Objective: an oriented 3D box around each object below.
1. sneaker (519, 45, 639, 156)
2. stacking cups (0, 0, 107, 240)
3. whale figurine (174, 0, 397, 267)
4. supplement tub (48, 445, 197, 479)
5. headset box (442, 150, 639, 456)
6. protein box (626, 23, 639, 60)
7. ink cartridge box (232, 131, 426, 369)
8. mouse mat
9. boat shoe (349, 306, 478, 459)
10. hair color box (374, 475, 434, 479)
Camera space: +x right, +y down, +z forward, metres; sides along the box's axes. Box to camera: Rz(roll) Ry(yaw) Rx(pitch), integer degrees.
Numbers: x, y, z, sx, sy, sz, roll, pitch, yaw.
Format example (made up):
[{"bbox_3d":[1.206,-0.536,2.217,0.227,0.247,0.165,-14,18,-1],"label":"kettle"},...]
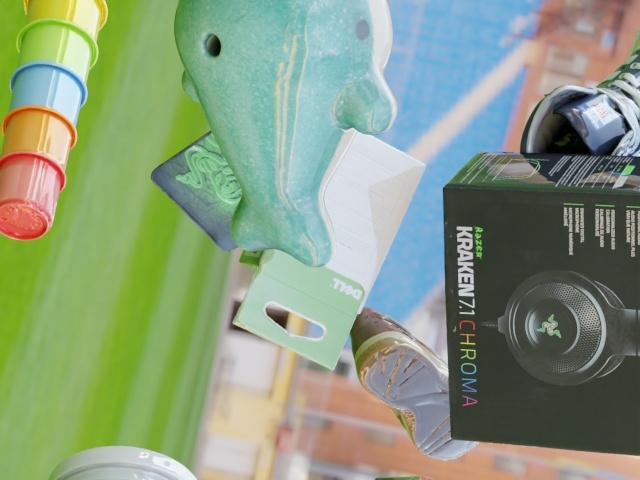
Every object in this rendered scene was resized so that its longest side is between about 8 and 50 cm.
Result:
[{"bbox_3d":[0.301,-0.139,1.669,0.282,0.099,0.153,-42,166,5],"label":"sneaker"},{"bbox_3d":[-0.286,-0.137,1.861,0.096,0.096,0.316,103,-10,-52],"label":"stacking cups"},{"bbox_3d":[-0.042,-0.112,1.404,0.141,0.216,0.272,-14,113,-50],"label":"whale figurine"},{"bbox_3d":[-0.208,0.363,1.759,0.272,0.191,0.191,-88,-172,-45],"label":"supplement tub"},{"bbox_3d":[0.263,0.057,1.558,0.131,0.283,0.246,-43,133,-64],"label":"headset box"},{"bbox_3d":[0.439,-0.239,1.911,0.200,0.136,0.201,-65,-178,-37],"label":"protein box"},{"bbox_3d":[0.000,0.000,1.594,0.209,0.109,0.062,-66,-160,-8],"label":"ink cartridge box"},{"bbox_3d":[-0.090,-0.069,2.020,0.190,0.152,0.007,47,12,-48],"label":"mouse mat"},{"bbox_3d":[0.134,0.198,2.505,0.342,0.123,0.123,42,13,-47],"label":"boat shoe"},{"bbox_3d":[0.083,0.267,1.697,0.141,0.043,0.072,153,-45,-71],"label":"hair color box"}]
